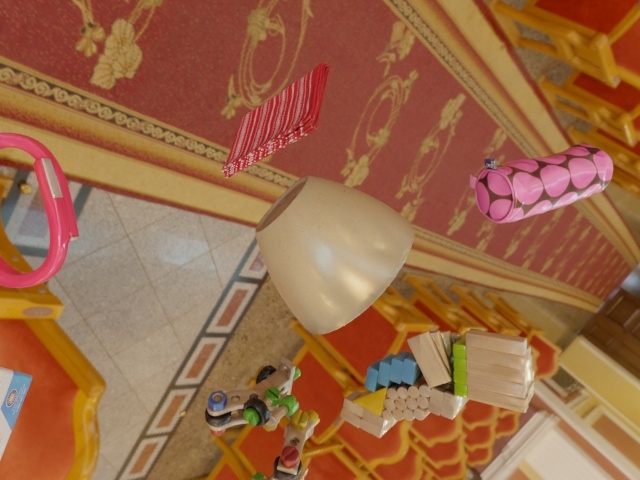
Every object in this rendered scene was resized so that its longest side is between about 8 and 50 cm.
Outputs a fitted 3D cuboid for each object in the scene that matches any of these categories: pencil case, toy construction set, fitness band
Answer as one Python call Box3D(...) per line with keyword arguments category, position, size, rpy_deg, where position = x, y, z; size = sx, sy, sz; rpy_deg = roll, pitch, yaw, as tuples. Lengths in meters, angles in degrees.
Box3D(category="pencil case", position=(0.340, -0.095, 0.764), size=(0.209, 0.098, 0.095), rpy_deg=(-13, 116, -20))
Box3D(category="toy construction set", position=(-0.084, 0.417, 1.114), size=(0.237, 0.257, 0.309), rpy_deg=(-32, 117, -48))
Box3D(category="fitness band", position=(-0.572, -0.057, 0.928), size=(0.208, 0.291, 0.054), rpy_deg=(-11, -177, 11))

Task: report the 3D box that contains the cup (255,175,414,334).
Box3D(category="cup", position=(0.000, 0.000, 1.073), size=(0.237, 0.331, 0.331), rpy_deg=(43, 90, -16))

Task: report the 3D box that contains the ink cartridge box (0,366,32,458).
Box3D(category="ink cartridge box", position=(-0.714, 0.327, 0.910), size=(0.307, 0.128, 0.223), rpy_deg=(83, 17, -66))

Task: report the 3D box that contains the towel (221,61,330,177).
Box3D(category="towel", position=(-0.097, -0.256, 1.050), size=(0.274, 0.199, 0.031), rpy_deg=(-21, 134, 36))

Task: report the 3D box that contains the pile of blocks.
Box3D(category="pile of blocks", position=(0.189, 0.220, 0.830), size=(0.362, 0.149, 0.112), rpy_deg=(-27, 172, 35))
